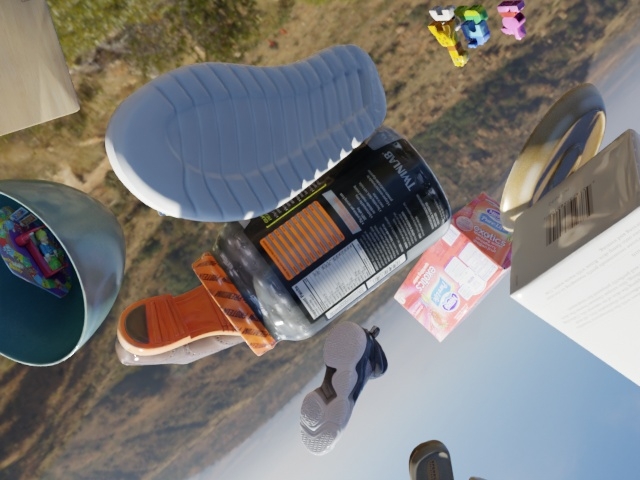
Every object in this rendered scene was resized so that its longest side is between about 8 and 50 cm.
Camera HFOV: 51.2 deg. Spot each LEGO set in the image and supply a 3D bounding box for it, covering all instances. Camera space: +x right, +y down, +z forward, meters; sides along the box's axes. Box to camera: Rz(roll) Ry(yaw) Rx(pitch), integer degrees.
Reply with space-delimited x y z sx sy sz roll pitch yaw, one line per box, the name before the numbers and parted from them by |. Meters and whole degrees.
LEGO set | 0.285 -0.388 1.272 0.087 0.227 0.093 -43 123 -15

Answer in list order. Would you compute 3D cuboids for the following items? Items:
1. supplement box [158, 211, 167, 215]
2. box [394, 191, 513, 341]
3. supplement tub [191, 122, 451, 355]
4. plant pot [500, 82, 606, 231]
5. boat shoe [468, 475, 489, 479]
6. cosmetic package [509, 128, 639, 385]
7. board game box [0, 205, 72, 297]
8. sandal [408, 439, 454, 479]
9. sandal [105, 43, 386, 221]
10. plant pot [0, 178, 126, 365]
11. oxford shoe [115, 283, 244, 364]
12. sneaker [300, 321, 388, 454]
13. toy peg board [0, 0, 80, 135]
supplement box | -0.189 -0.077 0.930 0.083 0.056 0.083 -1 156 0
box | 0.303 0.063 1.431 0.142 0.154 0.300 -33 160 -36
supplement tub | 0.000 0.000 0.959 0.338 0.207 0.207 -36 167 -7
plant pot | 0.343 -0.108 0.960 0.236 0.032 0.236 -34 144 -29
boat shoe | 0.324 0.446 0.950 0.089 0.285 0.104 -59 157 0
cosmetic package | 0.426 0.069 0.786 0.197 0.366 0.155 -45 -163 41
board game box | -0.442 0.013 1.063 0.033 0.133 0.168 -28 144 10
sandal | 0.189 0.409 1.022 0.090 0.219 0.060 -14 -163 -16
sandal | -0.069 -0.123 0.780 0.102 0.169 0.416 -11 -170 45
plant pot | -0.426 0.024 1.061 0.290 0.290 0.195 -52 176 31
oxford shoe | -0.214 0.157 1.282 0.364 0.130 0.132 -6 147 -30
sneaker | 0.056 0.290 1.320 0.153 0.101 0.268 9 99 -56
toy peg board | -0.386 -0.209 0.760 0.161 0.079 0.161 -26 130 -26
